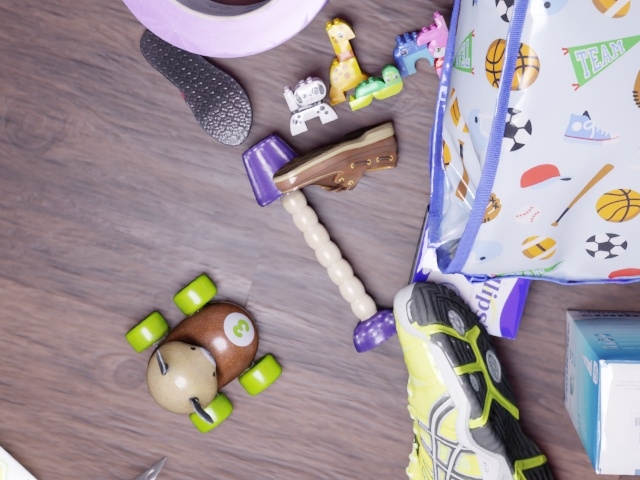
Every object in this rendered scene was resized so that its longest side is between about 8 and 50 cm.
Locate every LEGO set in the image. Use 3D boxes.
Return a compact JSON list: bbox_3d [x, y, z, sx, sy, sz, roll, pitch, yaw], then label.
[{"bbox_3d":[0.054,-0.215,1.690,0.227,0.087,0.093,-21,111,5],"label":"LEGO set"}]

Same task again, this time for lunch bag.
[{"bbox_3d":[0.298,-0.134,1.586,0.328,0.239,0.385,0,115,-11],"label":"lunch bag"}]

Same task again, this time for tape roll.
[{"bbox_3d":[-0.104,-0.350,1.657,0.274,0.090,0.275,2,107,8],"label":"tape roll"}]

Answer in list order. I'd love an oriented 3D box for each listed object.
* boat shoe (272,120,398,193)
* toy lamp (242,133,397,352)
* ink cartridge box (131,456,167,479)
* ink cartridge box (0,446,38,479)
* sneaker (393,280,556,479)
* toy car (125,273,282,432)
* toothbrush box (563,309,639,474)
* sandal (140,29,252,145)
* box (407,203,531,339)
[{"bbox_3d":[0.024,-0.085,1.685,0.178,0.064,0.060,-25,101,-36],"label":"boat shoe"},{"bbox_3d":[0.000,0.000,1.730,0.080,0.080,0.275,-32,98,6],"label":"toy lamp"},{"bbox_3d":[-0.247,0.347,1.771,0.180,0.104,0.060,-36,94,7],"label":"ink cartridge box"},{"bbox_3d":[-0.414,0.304,1.778,0.209,0.062,0.109,44,74,-3],"label":"ink cartridge box"},{"bbox_3d":[0.155,0.227,1.690,0.147,0.145,0.385,-16,109,25],"label":"sneaker"},{"bbox_3d":[-0.145,0.146,1.697,0.149,0.188,0.155,-38,94,7],"label":"toy car"},{"bbox_3d":[0.393,0.162,1.620,0.216,0.295,0.126,1,99,2],"label":"toothbrush box"},{"bbox_3d":[-0.142,-0.186,1.734,0.067,0.040,0.179,-42,79,2],"label":"sandal"},{"bbox_3d":[0.178,0.036,1.726,0.137,0.072,0.126,13,98,0],"label":"box"}]
